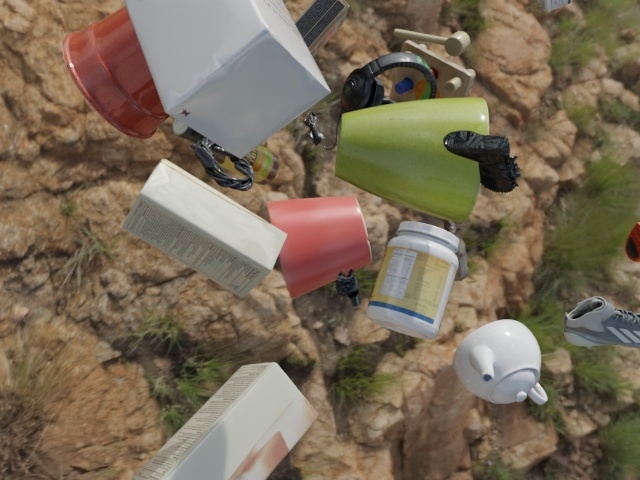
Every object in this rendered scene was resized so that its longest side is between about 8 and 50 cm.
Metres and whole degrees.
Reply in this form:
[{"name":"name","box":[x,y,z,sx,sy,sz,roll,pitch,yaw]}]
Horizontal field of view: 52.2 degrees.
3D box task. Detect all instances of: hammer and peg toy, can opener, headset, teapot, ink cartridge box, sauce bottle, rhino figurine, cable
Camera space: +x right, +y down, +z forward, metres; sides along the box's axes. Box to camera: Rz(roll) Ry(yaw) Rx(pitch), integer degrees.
[{"name":"hammer and peg toy","box":[0.343,-0.508,2.022,0.266,0.361,0.127,35,50,23]},{"name":"can opener","box":[0.060,0.101,1.538,0.059,0.186,0.073,-7,103,-1]},{"name":"headset","box":[0.135,-0.397,1.870,0.243,0.394,0.185,41,25,-47]},{"name":"teapot","box":[0.497,0.351,1.754,0.255,0.253,0.187,-14,46,-14]},{"name":"ink cartridge box","box":[-0.019,-0.592,1.839,0.088,0.235,0.193,43,94,-6]},{"name":"sauce bottle","box":[-0.261,-0.257,1.826,0.344,0.111,0.112,22,59,-49]},{"name":"rhino figurine","box":[0.417,0.022,2.039,0.106,0.073,0.243,-99,174,-59]},{"name":"cable","box":[-0.237,-0.189,1.643,0.184,0.047,0.150,44,25,12]}]

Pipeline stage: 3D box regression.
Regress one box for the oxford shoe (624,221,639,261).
[{"name":"oxford shoe","box":[0.811,-0.056,1.491,0.098,0.271,0.097,4,47,-16]}]

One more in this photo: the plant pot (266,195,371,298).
[{"name":"plant pot","box":[0.000,0.000,1.798,0.243,0.275,0.275,-14,77,-3]}]

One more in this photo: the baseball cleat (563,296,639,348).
[{"name":"baseball cleat","box":[0.572,0.156,1.241,0.072,0.205,0.109,-86,164,-52]}]

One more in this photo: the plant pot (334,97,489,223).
[{"name":"plant pot","box":[0.183,-0.192,1.425,0.293,0.275,0.275,8,66,-1]}]

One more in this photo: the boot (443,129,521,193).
[{"name":"boot","box":[0.265,-0.128,1.068,0.045,0.121,0.099,-57,140,-26]}]

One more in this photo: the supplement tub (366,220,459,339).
[{"name":"supplement tub","box":[0.183,0.077,1.264,0.144,0.144,0.200,24,78,-21]}]

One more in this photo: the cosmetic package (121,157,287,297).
[{"name":"cosmetic package","box":[-0.248,-0.020,1.398,0.309,0.160,0.113,32,52,-14]}]

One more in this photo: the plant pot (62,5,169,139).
[{"name":"plant pot","box":[-0.350,-0.401,1.393,0.272,0.265,0.272,51,20,-26]}]

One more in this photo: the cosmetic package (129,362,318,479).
[{"name":"cosmetic package","box":[-0.162,0.348,1.065,0.296,0.153,0.129,-43,102,-29]}]

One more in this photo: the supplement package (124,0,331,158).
[{"name":"supplement package","box":[-0.144,-0.301,0.941,0.175,0.177,0.293,29,33,-58]}]

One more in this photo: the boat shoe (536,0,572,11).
[{"name":"boat shoe","box":[0.380,-0.442,1.042,0.302,0.094,0.109,-81,156,-51]}]
